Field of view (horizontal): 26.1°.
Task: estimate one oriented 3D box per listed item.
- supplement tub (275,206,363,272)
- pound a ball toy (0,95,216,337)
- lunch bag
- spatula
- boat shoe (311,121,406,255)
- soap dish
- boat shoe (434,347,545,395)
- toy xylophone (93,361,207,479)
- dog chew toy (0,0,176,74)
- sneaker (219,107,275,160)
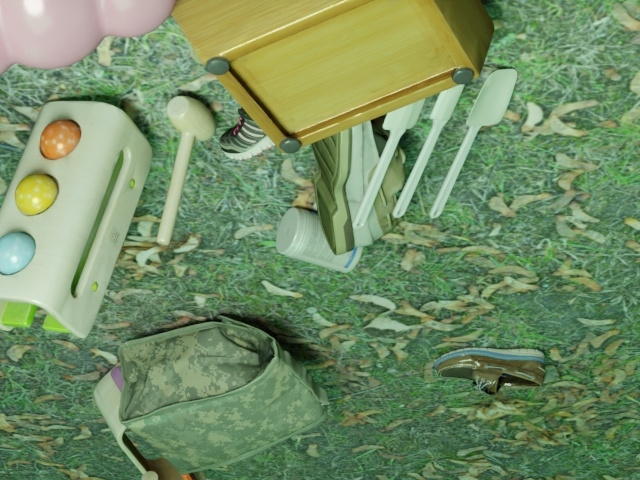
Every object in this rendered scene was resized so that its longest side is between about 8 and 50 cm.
[{"bbox_3d":[0.000,0.000,1.916,0.107,0.071,0.071,18,145,-25],"label":"supplement tub"},{"bbox_3d":[-0.276,-0.050,1.649,0.208,0.319,0.136,3,152,26],"label":"pound a ball toy"},{"bbox_3d":[-0.150,0.241,2.219,0.287,0.169,0.235,-15,145,15],"label":"lunch bag"},{"bbox_3d":[0.134,-0.109,1.675,0.168,0.019,0.242,-8,135,-33],"label":"spatula"},{"bbox_3d":[0.049,-0.102,1.727,0.103,0.113,0.302,-18,148,-10],"label":"boat shoe"},{"bbox_3d":[0.019,-0.220,1.469,0.291,0.118,0.229,-20,144,17],"label":"soap dish"},{"bbox_3d":[0.279,0.217,2.272,0.183,0.066,0.066,-5,148,9],"label":"boat shoe"},{"bbox_3d":[-0.283,0.366,2.384,0.081,0.236,0.323,-34,146,-7],"label":"toy xylophone"},{"bbox_3d":[-0.298,-0.260,1.384,0.332,0.206,0.206,-7,149,-4],"label":"dog chew toy"},{"bbox_3d":[-0.076,-0.151,1.680,0.075,0.063,0.170,50,146,-18],"label":"sneaker"}]
